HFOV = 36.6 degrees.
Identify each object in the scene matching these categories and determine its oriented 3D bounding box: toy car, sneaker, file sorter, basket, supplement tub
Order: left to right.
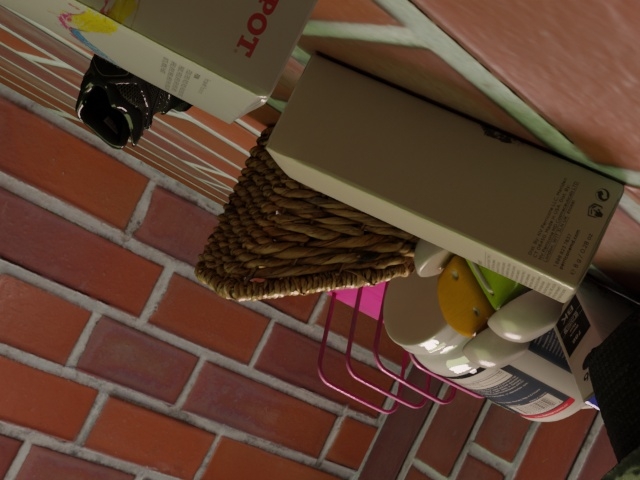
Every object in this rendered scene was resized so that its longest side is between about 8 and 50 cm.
[{"bbox_3d":[-0.205,-0.161,1.077,0.087,0.130,0.227,28,178,6],"label":"sneaker"},{"bbox_3d":[0.000,0.000,1.151,0.213,0.223,0.299,28,175,-15],"label":"basket"},{"bbox_3d":[0.164,0.154,1.542,0.202,0.182,0.291,30,147,-31],"label":"file sorter"},{"bbox_3d":[0.239,0.115,1.299,0.272,0.191,0.191,29,175,-28],"label":"supplement tub"},{"bbox_3d":[0.190,0.029,0.975,0.159,0.136,0.182,63,158,20],"label":"toy car"}]

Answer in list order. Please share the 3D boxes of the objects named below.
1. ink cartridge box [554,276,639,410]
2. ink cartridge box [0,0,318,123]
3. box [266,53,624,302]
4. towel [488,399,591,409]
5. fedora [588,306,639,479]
[{"bbox_3d":[0.353,0.144,1.060,0.165,0.065,0.332,28,-163,-4],"label":"ink cartridge box"},{"bbox_3d":[-0.081,-0.151,0.446,0.176,0.128,0.127,28,176,-11],"label":"ink cartridge box"},{"bbox_3d":[0.101,-0.050,0.808,0.275,0.094,0.113,26,175,12],"label":"box"},{"bbox_3d":[0.438,0.231,1.516,0.325,0.038,0.248,-4,177,-3],"label":"towel"},{"bbox_3d":[0.338,0.119,0.792,0.334,0.334,0.152,32,-151,-53],"label":"fedora"}]
